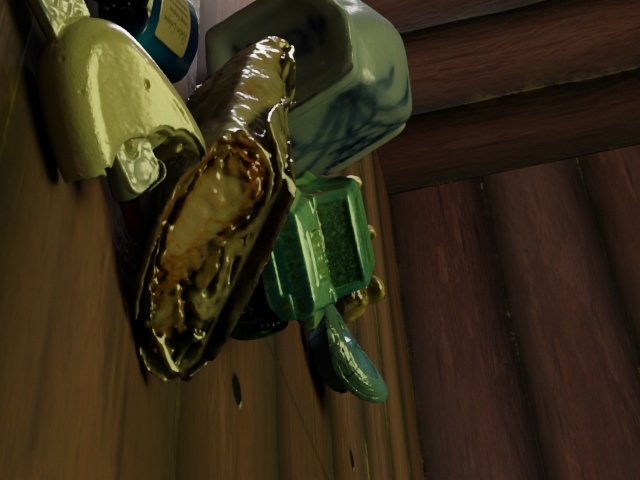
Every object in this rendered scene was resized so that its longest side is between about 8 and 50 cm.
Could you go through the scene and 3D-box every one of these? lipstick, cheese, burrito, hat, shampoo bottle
[{"bbox_3d":[-0.155,-0.060,0.860,0.030,0.030,0.129,-80,158,-70],"label":"lipstick"},{"bbox_3d":[-0.165,-0.134,0.773,0.127,0.049,0.235,-47,122,-48],"label":"cheese"},{"bbox_3d":[-0.084,-0.055,0.958,0.348,0.107,0.175,-85,-161,-54],"label":"burrito"},{"bbox_3d":[0.024,0.176,1.677,0.191,0.078,0.138,57,6,-16],"label":"hat"},{"bbox_3d":[-0.153,-0.198,0.982,0.183,0.050,0.087,26,72,-80],"label":"shampoo bottle"}]

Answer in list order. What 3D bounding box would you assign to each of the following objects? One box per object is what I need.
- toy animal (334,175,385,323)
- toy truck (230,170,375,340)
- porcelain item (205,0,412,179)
[{"bbox_3d":[0.030,0.012,1.815,0.169,0.121,0.233,-63,139,-60],"label":"toy animal"},{"bbox_3d":[-0.028,0.005,1.229,0.279,0.156,0.155,-59,137,-80],"label":"toy truck"},{"bbox_3d":[-0.004,-0.189,1.388,0.179,0.242,0.405,61,9,7],"label":"porcelain item"}]
